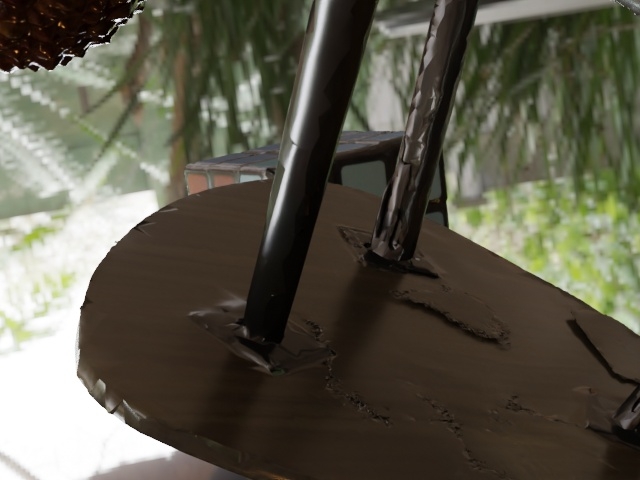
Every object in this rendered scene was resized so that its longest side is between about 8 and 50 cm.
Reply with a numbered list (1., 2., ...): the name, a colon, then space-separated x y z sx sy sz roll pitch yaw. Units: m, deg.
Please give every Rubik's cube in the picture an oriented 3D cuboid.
1. Rubik's cube: 0.000 0.000 1.075 0.162 0.163 0.160 -11 -171 -28

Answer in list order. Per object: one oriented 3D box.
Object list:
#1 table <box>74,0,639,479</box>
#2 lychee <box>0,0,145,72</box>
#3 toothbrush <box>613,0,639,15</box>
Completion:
1. table: 0.080 -0.069 0.522 0.317 0.249 0.317 18 -160 -7
2. lychee: -0.195 -0.223 0.826 0.235 0.236 0.271 -7 -163 16
3. toothbrush: 0.133 -0.142 0.674 0.297 0.030 0.030 35 -165 18
